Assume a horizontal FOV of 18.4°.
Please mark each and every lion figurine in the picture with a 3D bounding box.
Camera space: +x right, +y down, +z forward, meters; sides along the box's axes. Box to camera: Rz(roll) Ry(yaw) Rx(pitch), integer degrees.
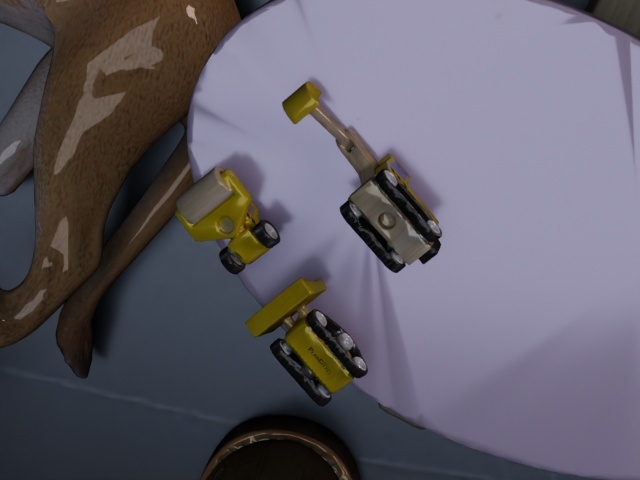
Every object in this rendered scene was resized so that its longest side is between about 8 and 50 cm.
[{"bbox_3d":[-0.139,-0.146,0.868,0.240,0.142,0.392,-36,109,3],"label":"lion figurine"}]

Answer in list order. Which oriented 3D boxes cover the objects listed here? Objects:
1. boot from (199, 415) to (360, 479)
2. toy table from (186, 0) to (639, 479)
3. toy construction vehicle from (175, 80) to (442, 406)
[{"bbox_3d":[-0.054,0.240,0.925,0.112,0.115,0.305,12,102,2],"label":"boot"},{"bbox_3d":[0.085,-0.019,0.838,0.274,0.161,0.252,38,101,-2],"label":"toy table"},{"bbox_3d":[0.000,0.000,0.754,0.086,0.035,0.098,-42,93,21],"label":"toy construction vehicle"}]
